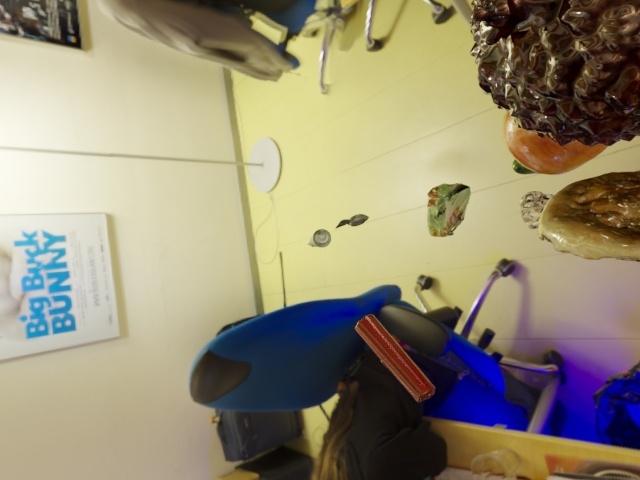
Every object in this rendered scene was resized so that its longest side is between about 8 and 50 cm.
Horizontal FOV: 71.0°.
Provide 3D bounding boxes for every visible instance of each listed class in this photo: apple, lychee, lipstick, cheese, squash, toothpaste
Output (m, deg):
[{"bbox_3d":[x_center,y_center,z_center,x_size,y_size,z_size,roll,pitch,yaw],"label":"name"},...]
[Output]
[{"bbox_3d":[0.623,-0.306,1.163,0.233,0.286,0.286,53,134,4],"label":"apple"},{"bbox_3d":[0.421,-0.351,0.667,0.424,0.500,0.425,173,90,-67],"label":"lychee"},{"bbox_3d":[0.208,0.331,1.272,0.280,0.073,0.073,48,127,33],"label":"lipstick"},{"bbox_3d":[0.109,-0.064,1.493,0.026,0.120,0.067,67,152,20],"label":"cheese"},{"bbox_3d":[0.809,-0.291,1.689,0.082,0.292,0.082,11,105,49],"label":"squash"},{"bbox_3d":[0.000,0.000,1.259,0.297,0.074,0.048,123,137,-86],"label":"toothpaste"}]

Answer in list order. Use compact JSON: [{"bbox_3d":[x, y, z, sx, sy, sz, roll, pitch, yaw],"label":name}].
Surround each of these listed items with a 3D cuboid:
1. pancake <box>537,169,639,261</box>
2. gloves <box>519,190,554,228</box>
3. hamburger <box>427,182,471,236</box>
[{"bbox_3d":[0.402,-0.032,0.524,0.282,0.282,0.049,17,123,48],"label":"pancake"},{"bbox_3d":[0.693,-0.088,1.432,0.111,0.212,0.128,4,112,32],"label":"gloves"},{"bbox_3d":[0.497,-0.123,1.738,0.125,0.235,0.214,23,136,33],"label":"hamburger"}]
